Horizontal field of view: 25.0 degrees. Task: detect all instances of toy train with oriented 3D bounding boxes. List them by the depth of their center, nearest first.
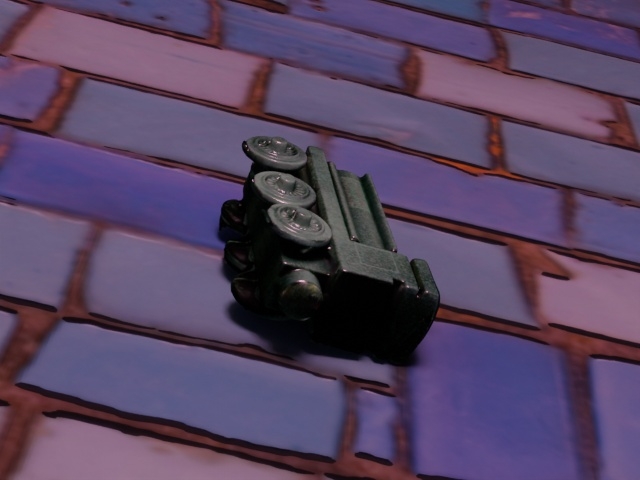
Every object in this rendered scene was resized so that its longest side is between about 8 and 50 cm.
[{"bbox_3d":[0.000,0.000,0.854,0.111,0.071,0.170,17,26,-17],"label":"toy train"}]
